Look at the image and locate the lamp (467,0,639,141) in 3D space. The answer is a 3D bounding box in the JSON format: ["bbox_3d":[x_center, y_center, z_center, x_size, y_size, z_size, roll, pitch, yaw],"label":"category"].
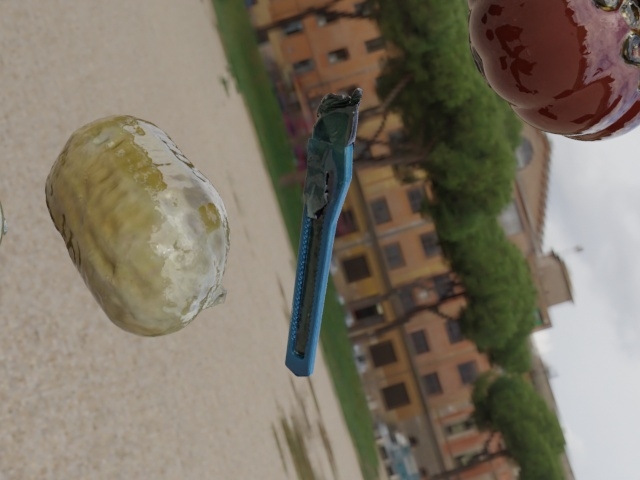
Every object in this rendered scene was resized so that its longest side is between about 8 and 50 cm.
[{"bbox_3d":[0.228,-0.199,0.984,0.227,0.227,0.227,163,-90,-90],"label":"lamp"}]

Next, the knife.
[{"bbox_3d":[-0.001,0.001,0.981,0.026,0.044,0.296,-35,139,-54],"label":"knife"}]

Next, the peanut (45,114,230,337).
[{"bbox_3d":[-0.144,-0.020,0.877,0.224,0.129,0.129,58,-9,36],"label":"peanut"}]

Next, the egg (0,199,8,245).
[{"bbox_3d":[-0.414,-0.015,1.153,0.201,0.164,0.164,-5,-76,58],"label":"egg"}]
